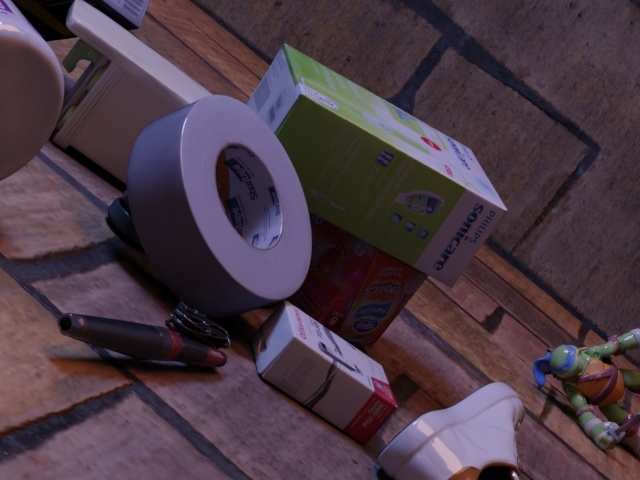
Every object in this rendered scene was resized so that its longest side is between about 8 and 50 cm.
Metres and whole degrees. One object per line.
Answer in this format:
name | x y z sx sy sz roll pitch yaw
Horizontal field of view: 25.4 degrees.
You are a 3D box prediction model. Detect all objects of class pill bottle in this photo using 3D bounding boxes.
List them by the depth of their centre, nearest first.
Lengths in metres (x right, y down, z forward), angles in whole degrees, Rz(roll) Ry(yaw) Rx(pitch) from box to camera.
pill bottle | -0.362 -0.188 1.256 0.169 0.169 0.301 26 17 -50

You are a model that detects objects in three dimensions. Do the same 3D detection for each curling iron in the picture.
curling iron | -0.148 0.081 1.203 0.068 0.035 0.274 38 9 19

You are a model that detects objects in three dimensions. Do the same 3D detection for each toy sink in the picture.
toy sink | -0.227 -0.152 1.650 0.234 0.131 0.153 36 10 -17

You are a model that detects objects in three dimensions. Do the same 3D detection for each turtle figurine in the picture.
turtle figurine | 0.503 0.246 2.266 0.266 0.275 0.198 34 45 -42

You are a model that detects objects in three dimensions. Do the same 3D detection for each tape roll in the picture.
tape roll | -0.099 -0.034 1.448 0.219 0.072 0.219 38 41 -43

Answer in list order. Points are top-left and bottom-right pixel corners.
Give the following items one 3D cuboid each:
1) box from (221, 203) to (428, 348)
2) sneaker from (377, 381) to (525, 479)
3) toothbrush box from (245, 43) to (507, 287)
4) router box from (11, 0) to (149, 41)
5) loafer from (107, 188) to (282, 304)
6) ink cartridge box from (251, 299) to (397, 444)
box | 0.000 0.000 1.771 0.122 0.128 0.257 23 19 -46
sneaker | 0.162 0.230 1.466 0.123 0.106 0.290 46 23 16
toothbrush box | 0.055 -0.091 1.682 0.283 0.122 0.206 29 17 -17
router box | -0.387 -0.354 1.707 0.243 0.081 0.309 1 -25 42
loafer | -0.109 -0.004 1.546 0.267 0.084 0.096 27 16 -47
ink cartridge box | 0.003 0.131 1.434 0.135 0.056 0.099 35 12 -19
